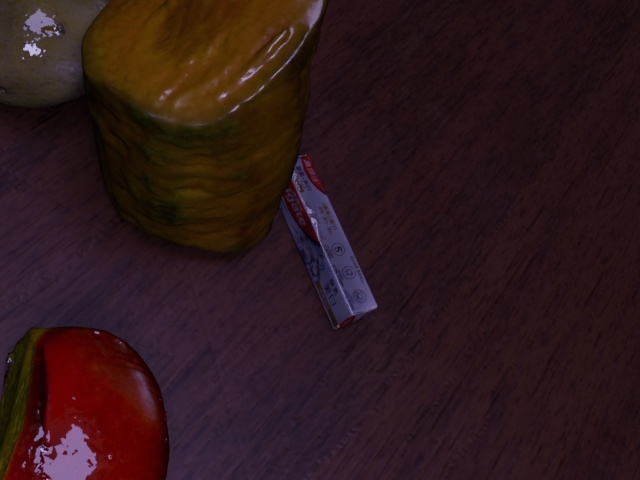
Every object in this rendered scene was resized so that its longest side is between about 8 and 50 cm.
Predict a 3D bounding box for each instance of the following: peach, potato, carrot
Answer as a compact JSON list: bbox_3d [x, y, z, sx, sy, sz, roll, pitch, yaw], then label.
[{"bbox_3d":[-0.213,0.201,0.659,0.159,0.154,0.267,18,48,-21],"label":"peach"},{"bbox_3d":[-0.303,-0.224,0.872,0.194,0.157,0.157,1,64,-39],"label":"potato"},{"bbox_3d":[-0.127,-0.160,0.813,0.242,0.340,0.241,6,51,-7],"label":"carrot"}]

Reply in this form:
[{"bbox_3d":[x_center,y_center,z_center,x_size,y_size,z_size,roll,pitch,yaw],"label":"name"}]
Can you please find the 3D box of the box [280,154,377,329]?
[{"bbox_3d":[0.000,0.000,0.940,0.040,0.055,0.218,-14,72,-32],"label":"box"}]
